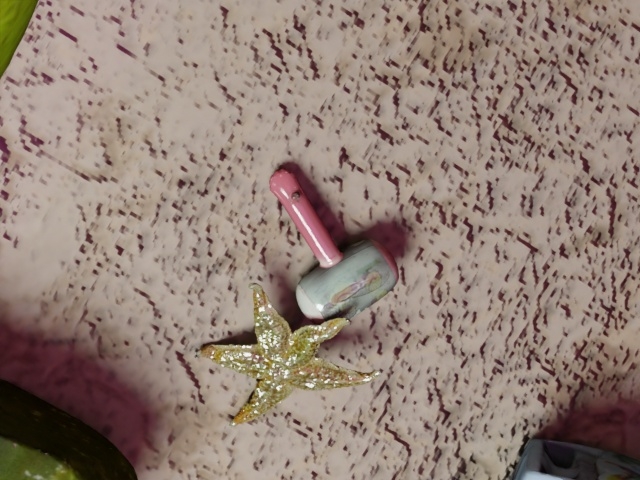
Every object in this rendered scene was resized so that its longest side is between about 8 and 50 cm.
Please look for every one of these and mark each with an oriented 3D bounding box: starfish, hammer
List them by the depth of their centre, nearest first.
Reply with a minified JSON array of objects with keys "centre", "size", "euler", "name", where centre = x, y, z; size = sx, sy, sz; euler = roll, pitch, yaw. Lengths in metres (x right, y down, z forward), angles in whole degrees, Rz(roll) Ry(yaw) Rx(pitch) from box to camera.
[{"centre":[0.000,0.000,0.893],"size":[0.052,0.031,0.083],"euler":[-34,105,-8],"name":"hammer"},{"centre":[-0.017,0.063,0.899],"size":[0.092,0.016,0.086],"euler":[13,125,-5],"name":"starfish"}]

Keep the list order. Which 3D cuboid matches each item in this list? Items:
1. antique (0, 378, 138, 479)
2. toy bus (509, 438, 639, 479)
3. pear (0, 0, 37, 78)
[{"centre":[-0.186,0.096,0.828],"size":[0.221,0.081,0.080],"euler":[25,100,-26],"name":"antique"},{"centre":[0.112,0.274,0.970],"size":[0.136,0.109,0.330],"euler":[22,100,3],"name":"toy bus"},{"centre":[-0.204,-0.139,0.635],"size":[0.238,0.342,0.318],"euler":[-32,141,-37],"name":"pear"}]
